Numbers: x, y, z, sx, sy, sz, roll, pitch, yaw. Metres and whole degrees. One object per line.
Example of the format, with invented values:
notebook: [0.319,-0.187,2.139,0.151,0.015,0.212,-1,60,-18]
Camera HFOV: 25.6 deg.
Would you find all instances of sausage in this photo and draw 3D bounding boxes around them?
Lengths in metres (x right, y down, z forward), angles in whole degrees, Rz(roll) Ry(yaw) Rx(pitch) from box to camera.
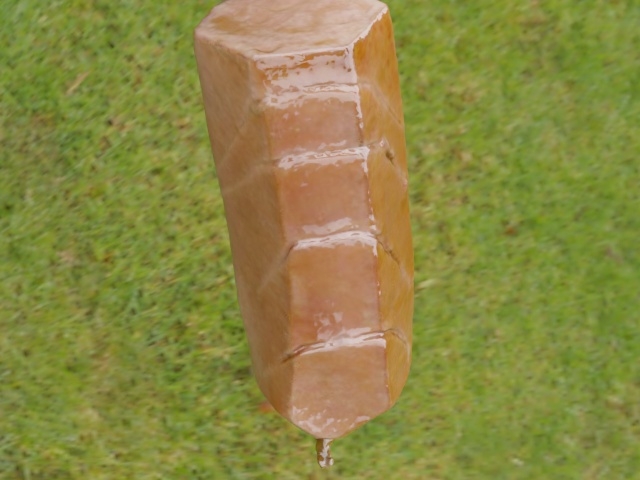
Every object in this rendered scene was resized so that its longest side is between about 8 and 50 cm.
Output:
sausage: [0.001,0.000,0.478,0.065,0.065,0.169,-32,132,-32]
